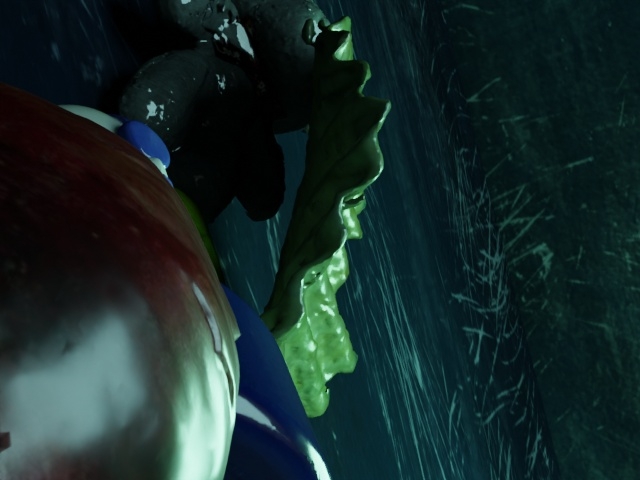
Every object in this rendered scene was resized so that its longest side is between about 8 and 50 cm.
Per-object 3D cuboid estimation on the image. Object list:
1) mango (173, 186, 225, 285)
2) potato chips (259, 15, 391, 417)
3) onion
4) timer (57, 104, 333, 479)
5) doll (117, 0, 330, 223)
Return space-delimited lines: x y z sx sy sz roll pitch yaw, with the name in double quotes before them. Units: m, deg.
"mango" -0.128 0.023 1.416 0.117 0.089 0.163 41 25 -49
"potato chips" -0.002 -0.001 1.518 0.389 0.097 0.373 87 16 -75
"onion" -0.205 0.021 0.700 0.347 0.348 0.285 -68 154 -63
"timer" -0.144 0.055 1.092 0.383 0.270 0.270 -101 166 -50
"doll" -0.064 -0.141 1.614 0.340 0.158 0.246 -63 132 -64
